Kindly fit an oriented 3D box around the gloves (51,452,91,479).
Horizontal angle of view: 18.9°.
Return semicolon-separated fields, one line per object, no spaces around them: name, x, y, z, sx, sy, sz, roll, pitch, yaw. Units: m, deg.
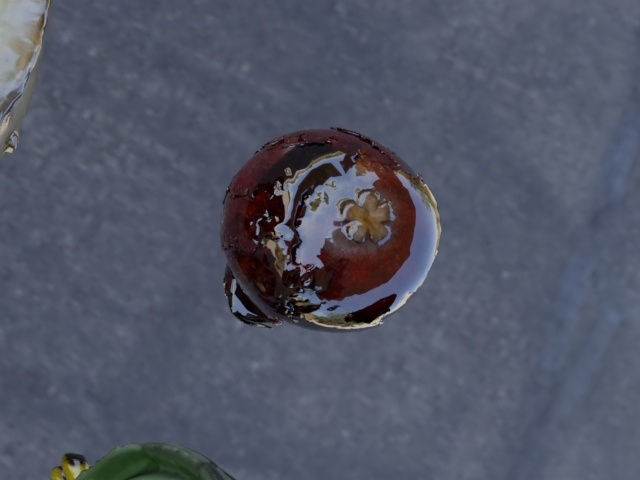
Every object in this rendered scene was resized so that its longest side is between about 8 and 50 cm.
gloves;-0.177;0.314;1.528;0.116;0.133;0.294;-7;85;-42

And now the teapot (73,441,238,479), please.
teapot;0.064;0.209;0.764;0.337;0.270;0.200;20;63;-33

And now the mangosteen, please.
mangosteen;0.000;0.000;1.464;0.166;0.166;0.180;-38;174;-26

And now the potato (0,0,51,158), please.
potato;-0.390;-0.119;1.274;0.442;0.385;0.319;-47;178;-30
